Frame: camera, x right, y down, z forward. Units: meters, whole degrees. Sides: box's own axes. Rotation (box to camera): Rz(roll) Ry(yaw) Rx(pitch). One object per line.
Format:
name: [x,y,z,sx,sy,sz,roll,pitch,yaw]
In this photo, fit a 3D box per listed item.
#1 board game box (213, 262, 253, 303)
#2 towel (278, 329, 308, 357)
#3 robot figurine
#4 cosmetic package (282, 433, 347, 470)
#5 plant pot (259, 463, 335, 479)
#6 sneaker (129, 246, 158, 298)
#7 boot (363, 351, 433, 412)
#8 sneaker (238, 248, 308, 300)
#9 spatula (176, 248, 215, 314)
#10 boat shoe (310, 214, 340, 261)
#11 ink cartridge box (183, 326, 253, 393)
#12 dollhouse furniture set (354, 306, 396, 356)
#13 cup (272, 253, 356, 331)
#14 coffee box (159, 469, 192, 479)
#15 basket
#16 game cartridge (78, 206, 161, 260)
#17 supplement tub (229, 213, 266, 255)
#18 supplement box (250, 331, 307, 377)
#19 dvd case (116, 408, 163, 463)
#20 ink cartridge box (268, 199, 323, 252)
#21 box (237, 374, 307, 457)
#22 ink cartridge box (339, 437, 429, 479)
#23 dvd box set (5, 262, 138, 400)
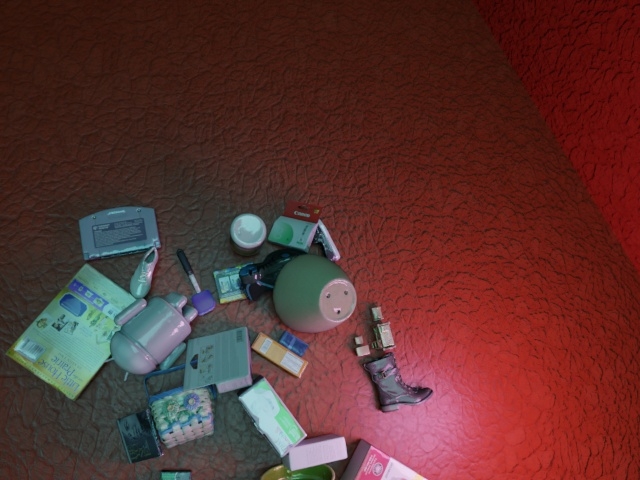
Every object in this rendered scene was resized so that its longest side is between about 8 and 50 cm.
board game box: [-0.350,0.180,1.915,0.170,0.048,0.141,-12,80,-15]
towel: [-0.113,0.432,1.901,0.119,0.029,0.067,34,59,-2]
robot figurine: [-0.632,0.352,1.714,0.353,0.199,0.300,-48,119,-27]
cosmetic package: [-0.026,0.812,1.762,0.231,0.117,0.085,-4,76,-21]
plant pot: [-0.076,0.988,1.666,0.276,0.276,0.254,-4,88,-13]
sneaker: [-0.696,0.122,1.811,0.080,0.094,0.212,18,60,-20]
boot: [0.331,0.582,1.929,0.263,0.091,0.229,-12,79,-13]
sneaker: [-0.191,0.134,1.918,0.341,0.125,0.140,-23,116,-36]
spatula: [-0.525,0.163,1.891,0.084,0.030,0.296,-25,81,-18]
boat shoe: [0.000,0.000,2.026,0.076,0.080,0.228,-28,90,-19]
ink cartridge box: [-0.385,0.459,1.736,0.239,0.275,0.060,-13,121,-4]
dollhouse furniture set: [0.213,0.385,1.950,0.161,0.101,0.182,-11,78,-14]
cup: [0.008,0.224,1.821,0.331,0.237,0.331,-1,92,-30]
coffee box: [-0.537,0.943,1.675,0.113,0.040,0.184,6,74,-10]
basket: [-0.508,0.591,1.706,0.254,0.201,0.289,-15,45,-17]
game cartridge: [-0.819,-0.037,1.872,0.294,0.060,0.196,-10,81,-14]
supplement tub: [-0.303,-0.018,1.896,0.144,0.200,0.144,3,74,-12]
supplement box: [-0.170,0.468,1.861,0.233,0.078,0.080,35,68,-2]
dvd case: [-0.652,0.705,1.640,0.018,0.221,0.164,-10,74,-54]
ink cartridge box: [-0.105,-0.074,1.995,0.181,0.056,0.225,13,73,20]
box: [-0.193,0.653,1.726,0.127,0.231,0.262,-36,84,-18]
ink cartridge box: [0.272,1.003,1.767,0.384,0.160,0.279,32,71,-2]
dvd box set: [-0.910,0.342,1.746,0.307,0.062,0.420,35,71,-1]
